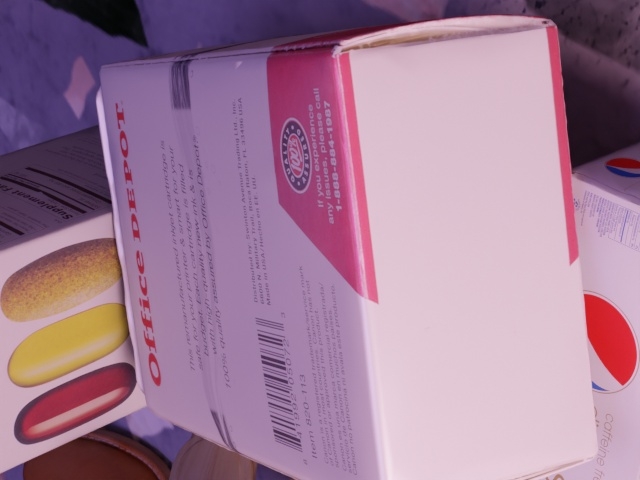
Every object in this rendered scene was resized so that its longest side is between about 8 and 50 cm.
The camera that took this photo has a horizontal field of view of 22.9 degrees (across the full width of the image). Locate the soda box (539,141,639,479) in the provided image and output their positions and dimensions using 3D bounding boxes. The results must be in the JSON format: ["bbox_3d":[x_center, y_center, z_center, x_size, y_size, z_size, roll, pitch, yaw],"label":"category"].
[{"bbox_3d":[0.149,0.066,0.752,0.069,0.074,0.216,29,127,37],"label":"soda box"}]

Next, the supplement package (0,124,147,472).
[{"bbox_3d":[-0.168,0.031,0.952,0.134,0.244,0.139,20,122,41],"label":"supplement package"}]

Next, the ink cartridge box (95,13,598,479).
[{"bbox_3d":[0.000,0.000,0.791,0.283,0.117,0.207,9,108,62],"label":"ink cartridge box"}]

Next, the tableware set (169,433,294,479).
[{"bbox_3d":[-0.038,0.192,0.980,0.168,0.020,0.141,3,74,33],"label":"tableware set"}]

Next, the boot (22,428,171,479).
[{"bbox_3d":[-0.176,0.251,1.079,0.283,0.220,0.109,39,133,29],"label":"boot"}]
